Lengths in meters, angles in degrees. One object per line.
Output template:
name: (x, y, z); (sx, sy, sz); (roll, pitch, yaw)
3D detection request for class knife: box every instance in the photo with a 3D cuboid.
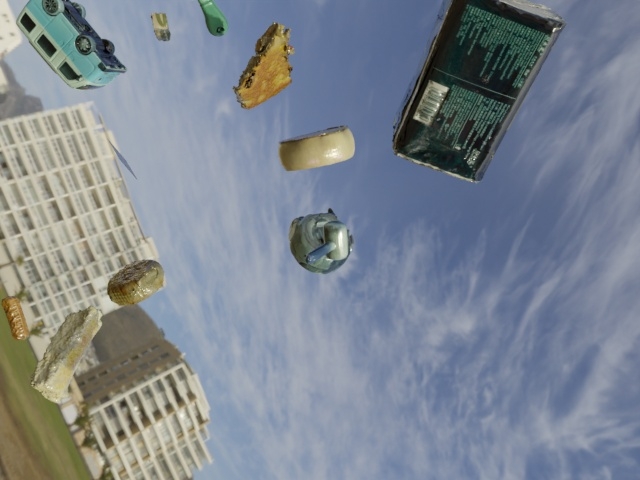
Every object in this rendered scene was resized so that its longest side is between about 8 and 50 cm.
knife: (-0.295, -0.590, 1.159); (0.034, 0.063, 0.260); (63, 3, 29)

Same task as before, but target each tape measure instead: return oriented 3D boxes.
tape measure: (0.000, 0.000, 2.032); (0.275, 0.256, 0.147); (62, -37, 22)

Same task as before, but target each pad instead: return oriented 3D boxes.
pad: (-0.714, -0.291, 1.768); (0.112, 0.003, 0.157); (54, -10, 18)

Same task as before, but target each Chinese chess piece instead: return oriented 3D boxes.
Chinese chess piece: (-0.015, -0.321, 1.706); (0.270, 0.270, 0.112); (8, -65, 55)

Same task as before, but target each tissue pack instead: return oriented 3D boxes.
tissue pack: (0.364, -0.394, 1.206); (0.264, 0.253, 0.416); (18, -53, 0)

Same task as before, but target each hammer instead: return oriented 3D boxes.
hammer: (0.012, 0.020, 1.366); (0.069, 0.194, 0.116); (7, -68, 31)

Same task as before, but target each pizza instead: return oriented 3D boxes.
pizza: (-0.136, -0.417, 1.180); (0.071, 0.189, 0.297); (52, -10, 0)

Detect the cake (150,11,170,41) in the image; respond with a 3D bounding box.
cake: (-0.513, -0.685, 1.578); (0.140, 0.051, 0.055); (-164, -115, -76)

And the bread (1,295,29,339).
bread: (-1.029, 0.262, 1.653); (0.044, 0.052, 0.157); (-13, -86, 42)

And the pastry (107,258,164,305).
pastry: (-0.624, 0.140, 1.666); (0.192, 0.182, 0.093); (-10, -58, 27)

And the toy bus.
toy bus: (-0.705, -0.550, 1.385); (0.271, 0.165, 0.133); (52, 16, -9)

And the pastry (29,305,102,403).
pastry: (-0.674, 0.292, 1.308); (0.089, 0.258, 0.121); (16, -31, -4)
